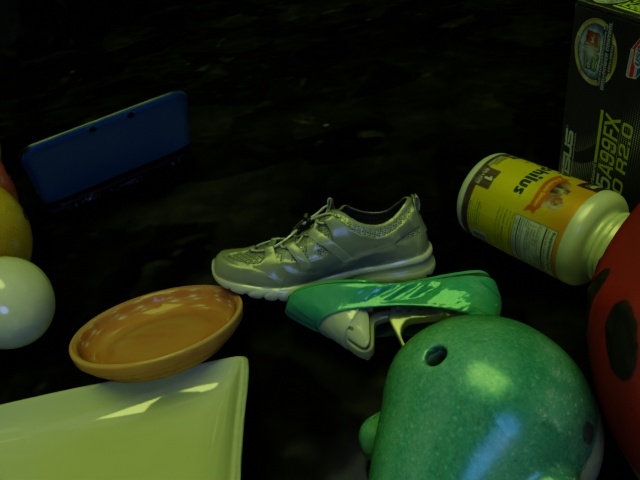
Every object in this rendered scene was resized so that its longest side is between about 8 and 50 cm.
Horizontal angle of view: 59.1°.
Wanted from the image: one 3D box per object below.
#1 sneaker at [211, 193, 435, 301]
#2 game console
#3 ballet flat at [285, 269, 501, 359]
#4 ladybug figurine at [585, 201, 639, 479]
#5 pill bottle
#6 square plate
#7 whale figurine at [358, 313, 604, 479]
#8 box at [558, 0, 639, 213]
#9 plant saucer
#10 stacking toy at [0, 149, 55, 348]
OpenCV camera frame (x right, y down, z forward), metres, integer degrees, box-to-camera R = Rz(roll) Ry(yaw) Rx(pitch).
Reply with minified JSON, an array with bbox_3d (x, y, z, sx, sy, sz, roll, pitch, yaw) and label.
[{"bbox_3d":[0.000,0.000,0.718,0.282,0.115,0.105,-8,18,-2],"label":"sneaker"},{"bbox_3d":[-0.405,-0.185,1.057,0.293,0.173,0.250,-28,39,-23],"label":"game console"},{"bbox_3d":[0.075,0.087,0.627,0.248,0.083,0.087,-7,50,10],"label":"ballet flat"},{"bbox_3d":[0.321,0.029,0.414,0.162,0.305,0.449,44,32,11],"label":"ladybug figurine"},{"bbox_3d":[0.280,-0.023,0.684,0.117,0.117,0.215,-29,39,-23],"label":"pill bottle"},{"bbox_3d":[-0.230,0.246,0.476,0.348,0.049,0.344,-12,25,-1],"label":"square plate"},{"bbox_3d":[0.093,0.170,0.436,0.272,0.141,0.216,-46,27,-23],"label":"whale figurine"},{"bbox_3d":[0.386,-0.141,0.688,0.060,0.269,0.216,-15,36,-7],"label":"box"},{"bbox_3d":[-0.187,0.109,0.666,0.200,0.037,0.200,-10,18,3],"label":"plant saucer"},{"bbox_3d":[-0.539,-0.001,0.809,0.480,0.350,0.351,36,55,23],"label":"stacking toy"}]
